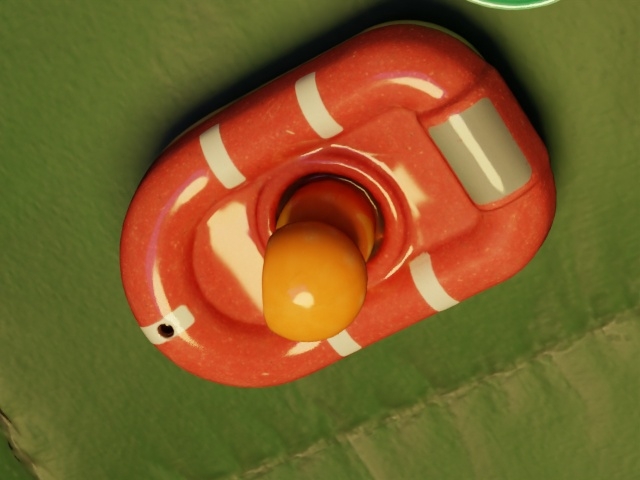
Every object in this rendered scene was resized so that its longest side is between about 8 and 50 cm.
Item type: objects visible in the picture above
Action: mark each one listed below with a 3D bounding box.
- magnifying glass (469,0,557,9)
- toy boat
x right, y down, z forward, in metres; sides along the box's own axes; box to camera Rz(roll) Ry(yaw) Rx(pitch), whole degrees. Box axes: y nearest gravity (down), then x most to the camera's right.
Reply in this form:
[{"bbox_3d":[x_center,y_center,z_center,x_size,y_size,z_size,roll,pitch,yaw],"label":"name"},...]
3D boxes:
[{"bbox_3d":[0.031,-0.180,0.969,0.231,0.026,0.092,20,120,3],"label":"magnifying glass"},{"bbox_3d":[0.000,0.000,0.997,0.231,0.151,0.151,-27,108,24],"label":"toy boat"}]
